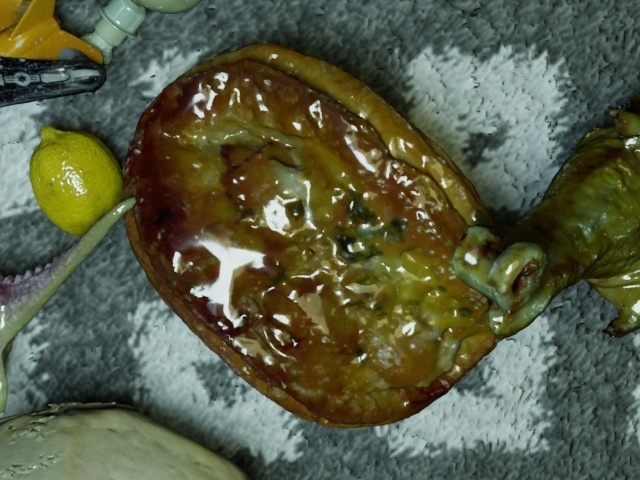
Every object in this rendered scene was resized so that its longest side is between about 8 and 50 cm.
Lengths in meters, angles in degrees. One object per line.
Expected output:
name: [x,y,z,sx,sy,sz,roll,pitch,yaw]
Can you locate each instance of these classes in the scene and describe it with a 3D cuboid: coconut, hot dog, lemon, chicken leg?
coconut: [-0.205,0.313,1.049,0.352,0.352,0.353,-1,99,-6]
hot dog: [0.000,0.000,1.086,0.267,0.174,0.387,-45,102,5]
lemon: [-0.223,-0.056,1.101,0.082,0.082,0.111,-25,101,-2]
chicken leg: [0.249,0.002,1.083,0.361,0.140,0.211,-37,118,-33]

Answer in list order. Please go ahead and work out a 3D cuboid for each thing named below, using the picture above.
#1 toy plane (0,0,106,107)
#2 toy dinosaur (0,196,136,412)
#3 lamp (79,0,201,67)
toy plane: [-0.350,-0.127,1.004,0.204,0.103,0.316,44,65,6]
toy dinosaur: [-0.285,0.050,1.084,0.251,0.072,0.200,8,102,31]
lamp: [-0.165,-0.219,1.085,0.091,0.091,0.163,42,109,-11]
